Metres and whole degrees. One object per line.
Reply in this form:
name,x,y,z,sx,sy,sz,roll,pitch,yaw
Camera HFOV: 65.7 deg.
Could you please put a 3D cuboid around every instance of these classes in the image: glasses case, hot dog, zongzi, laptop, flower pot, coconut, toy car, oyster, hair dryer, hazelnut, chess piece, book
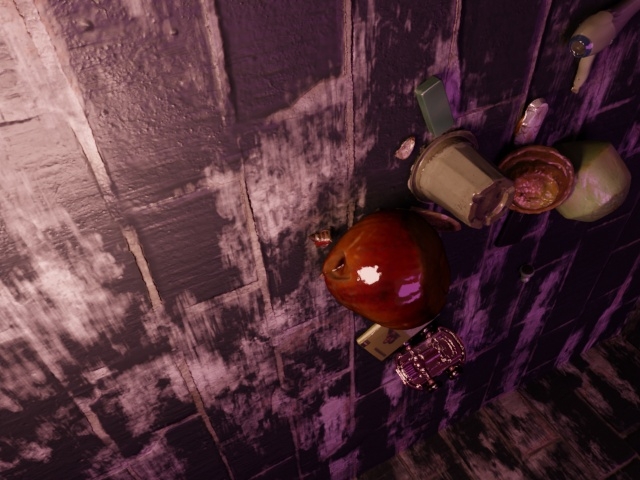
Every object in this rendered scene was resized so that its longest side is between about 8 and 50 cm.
glasses case,0.344,-0.399,1.483,0.078,0.039,0.184,-37,138,1
hot dog,0.730,-0.403,1.731,0.099,0.053,0.192,-16,137,-20
zongzi,0.000,0.000,1.617,0.084,0.067,0.073,-8,145,-4
laptop,0.844,-0.063,2.131,0.154,0.026,0.207,-9,131,-27
flower pot,0.471,-0.181,1.602,0.291,0.259,0.290,-19,135,-21
coconut,1.007,-0.243,1.906,0.328,0.329,0.281,-57,178,21
toy car,0.516,0.559,2.335,0.341,0.271,0.240,-30,158,-3
oyster,0.267,-0.292,1.545,0.054,0.019,0.083,15,120,-40
hair dryer,0.929,-0.664,1.616,0.296,0.119,0.298,-47,153,6
hazelnut,0.224,0.083,1.588,0.402,0.402,0.429,-50,147,14
chess piece,1.005,0.166,2.423,0.067,0.067,0.103,-32,146,-5
book,0.351,0.378,2.181,0.352,0.035,0.239,-42,134,5

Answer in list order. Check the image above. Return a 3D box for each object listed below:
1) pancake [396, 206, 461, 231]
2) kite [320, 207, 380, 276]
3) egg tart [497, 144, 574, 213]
pancake,0.362,-0.071,1.668,0.212,0.235,0.029,21,82,-10
kite,0.138,0.028,1.753,0.321,0.016,0.234,-49,138,15
egg tart,0.762,-0.202,1.786,0.291,0.115,0.290,11,132,12
